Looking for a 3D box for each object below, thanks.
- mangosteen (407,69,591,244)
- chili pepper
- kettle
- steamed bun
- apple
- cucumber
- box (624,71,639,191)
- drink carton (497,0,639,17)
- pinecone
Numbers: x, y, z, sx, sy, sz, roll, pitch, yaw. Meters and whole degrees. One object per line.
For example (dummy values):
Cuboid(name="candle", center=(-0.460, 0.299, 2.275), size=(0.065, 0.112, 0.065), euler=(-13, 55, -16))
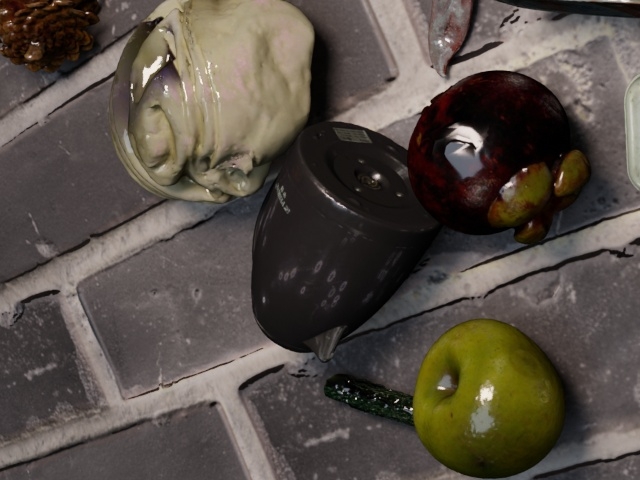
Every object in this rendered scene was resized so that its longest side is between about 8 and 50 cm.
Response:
Cuboid(name="mangosteen", center=(0.200, -0.093, 1.238), size=(0.210, 0.210, 0.210), euler=(8, 106, 30))
Cuboid(name="chili pepper", center=(0.158, -0.275, 1.311), size=(0.050, 0.041, 0.153), euler=(37, 137, 41))
Cuboid(name="kettle", center=(0.000, 0.000, 1.406), size=(0.290, 0.207, 0.268), euler=(-62, 39, 34))
Cuboid(name="steamed bun", center=(-0.163, -0.186, 1.403), size=(0.275, 0.206, 0.320), euler=(52, 127, 38))
Cuboid(name="apple", center=(0.206, 0.196, 1.312), size=(0.157, 0.196, 0.196), euler=(20, 119, -19))
Cuboid(name="cucumber", center=(0.122, 0.229, 1.458), size=(0.256, 0.043, 0.044), euler=(12, 113, 28))
Cuboid(name="box", center=(0.460, -0.119, 1.080), size=(0.311, 0.182, 0.175), euler=(1, 102, 31))
Cuboid(name="drink carton", center=(0.288, -0.332, 1.135), size=(0.191, 0.185, 0.190), euler=(11, 105, 31))
Cuboid(name="pinecone", center=(-0.427, -0.359, 1.570), size=(0.185, 0.168, 0.212), euler=(-36, 83, 35))
